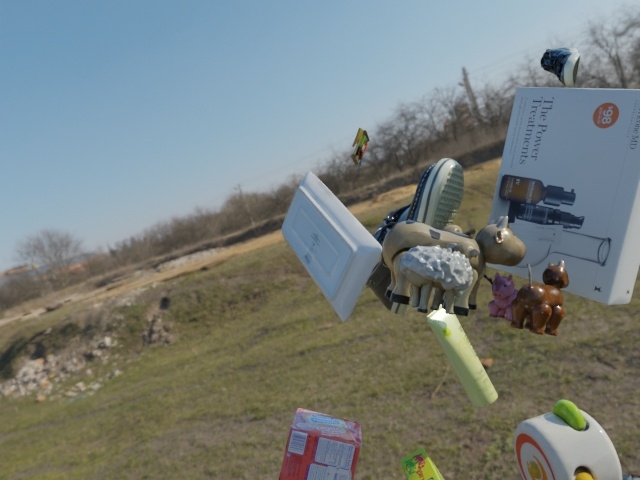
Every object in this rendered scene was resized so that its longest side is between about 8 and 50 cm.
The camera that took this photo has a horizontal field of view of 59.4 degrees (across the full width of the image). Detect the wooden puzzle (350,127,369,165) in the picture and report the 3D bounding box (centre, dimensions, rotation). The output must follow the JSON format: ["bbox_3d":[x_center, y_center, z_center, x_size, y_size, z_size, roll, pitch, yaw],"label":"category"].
[{"bbox_3d":[0.098,-0.223,1.355,0.014,0.078,0.116,24,0,17],"label":"wooden puzzle"}]

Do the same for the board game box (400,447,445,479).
[{"bbox_3d":[0.191,0.411,0.842,0.043,0.181,0.092,-32,15,1],"label":"board game box"}]

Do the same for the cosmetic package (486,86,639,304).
[{"bbox_3d":[0.484,-0.098,1.085,0.097,0.377,0.284,1,12,-39],"label":"cosmetic package"}]

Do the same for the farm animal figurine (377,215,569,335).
[{"bbox_3d":[0.242,0.036,0.948,0.327,0.172,0.330,11,-1,-15],"label":"farm animal figurine"}]

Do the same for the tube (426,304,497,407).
[{"bbox_3d":[0.317,0.259,1.266,0.062,0.240,0.070,-28,-1,7],"label":"tube"}]

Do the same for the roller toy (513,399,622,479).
[{"bbox_3d":[0.492,0.452,1.142,0.146,0.209,0.191,-13,-35,-10],"label":"roller toy"}]

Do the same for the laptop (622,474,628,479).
[{"bbox_3d":[0.714,0.665,1.079,0.382,0.236,0.408,-5,5,23],"label":"laptop"}]

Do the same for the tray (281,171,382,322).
[{"bbox_3d":[0.000,0.000,0.950,0.030,0.145,0.270,7,28,-33],"label":"tray"}]

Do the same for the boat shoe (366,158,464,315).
[{"bbox_3d":[0.200,-0.003,1.310,0.187,0.156,0.500,-46,-20,-31],"label":"boat shoe"}]

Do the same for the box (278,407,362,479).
[{"bbox_3d":[-0.015,0.532,1.187,0.154,0.300,0.142,11,1,4],"label":"box"}]

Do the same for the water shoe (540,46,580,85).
[{"bbox_3d":[0.540,-0.395,1.275,0.080,0.073,0.203,10,26,19],"label":"water shoe"}]

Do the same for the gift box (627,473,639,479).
[{"bbox_3d":[0.512,0.231,0.625,0.255,0.258,0.276,18,17,34],"label":"gift box"}]
